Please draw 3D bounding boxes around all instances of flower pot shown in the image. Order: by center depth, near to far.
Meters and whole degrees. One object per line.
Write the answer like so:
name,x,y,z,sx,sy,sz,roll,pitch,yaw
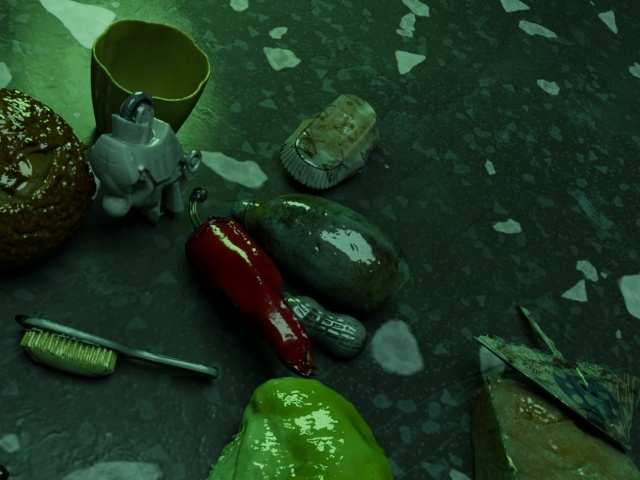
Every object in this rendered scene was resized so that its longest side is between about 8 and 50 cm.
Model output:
flower pot,-0.302,-0.250,1.416,0.195,0.179,0.195,12,52,-16

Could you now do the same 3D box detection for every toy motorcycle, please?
toy motorcycle,-0.280,-0.107,1.278,0.110,0.260,0.171,25,68,18

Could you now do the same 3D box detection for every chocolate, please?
chocolate,-0.003,0.136,1.321,0.167,0.072,0.072,24,48,-9

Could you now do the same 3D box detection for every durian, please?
durian,-0.021,0.324,1.078,0.255,0.205,0.340,22,46,8

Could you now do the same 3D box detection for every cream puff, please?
cream puff,-0.479,-0.099,1.198,0.302,0.212,0.303,11,55,-16

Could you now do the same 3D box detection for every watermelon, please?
watermelon,0.368,0.373,1.267,0.264,0.151,0.302,11,31,-14

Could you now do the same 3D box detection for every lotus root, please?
lotus root,0.000,0.000,1.385,0.322,0.140,0.158,30,48,4

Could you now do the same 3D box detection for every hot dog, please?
hot dog,0.027,-0.186,1.587,0.144,0.075,0.268,42,45,5

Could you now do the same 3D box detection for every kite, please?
kite,0.424,0.224,1.402,0.405,0.014,0.368,16,27,-26

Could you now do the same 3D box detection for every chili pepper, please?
chili pepper,-0.118,0.062,1.279,0.110,0.110,0.387,-17,49,-34

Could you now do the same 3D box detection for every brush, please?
brush,-0.291,0.172,1.175,0.296,0.068,0.060,17,68,-14

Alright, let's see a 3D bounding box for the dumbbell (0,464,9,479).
dumbbell,-0.430,0.277,1.038,0.083,0.040,0.036,43,79,12
